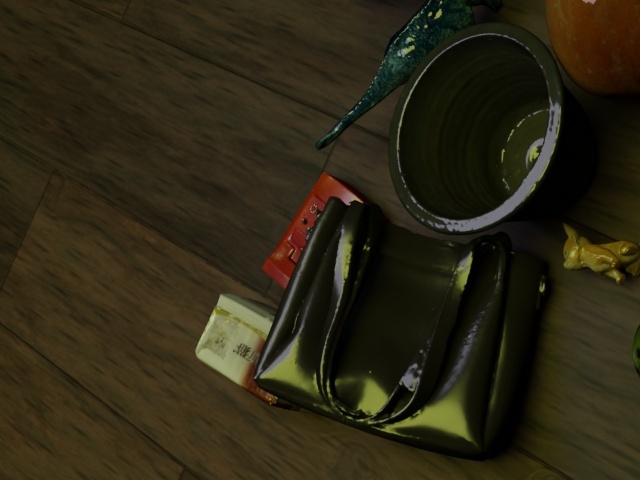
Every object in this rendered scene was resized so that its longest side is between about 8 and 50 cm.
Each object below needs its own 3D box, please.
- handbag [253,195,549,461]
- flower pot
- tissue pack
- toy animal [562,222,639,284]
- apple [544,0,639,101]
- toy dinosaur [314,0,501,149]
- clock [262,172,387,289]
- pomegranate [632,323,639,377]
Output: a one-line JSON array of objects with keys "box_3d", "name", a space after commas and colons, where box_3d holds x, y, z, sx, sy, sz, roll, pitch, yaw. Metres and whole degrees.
[{"box_3d": [0.092, 0.093, 1.494, 0.285, 0.113, 0.257, 16, 78, 15], "name": "handbag"}, {"box_3d": [0.207, -0.105, 1.479, 0.235, 0.148, 0.235, -15, 67, 41], "name": "flower pot"}, {"box_3d": [-0.060, 0.140, 1.650, 0.149, 0.106, 0.099, 26, 94, 41], "name": "tissue pack"}, {"box_3d": [0.300, 0.008, 1.437, 0.081, 0.060, 0.083, -47, 46, -12], "name": "toy animal"}, {"box_3d": [0.351, -0.242, 1.363, 0.254, 0.254, 0.253, -12, 70, 36], "name": "apple"}, {"box_3d": [0.131, -0.239, 1.592, 0.363, 0.147, 0.076, -51, 50, 24], "name": "toy dinosaur"}, {"box_3d": [0.000, 0.000, 1.675, 0.113, 0.061, 0.155, 39, 100, 39], "name": "clock"}, {"box_3d": [0.362, 0.128, 1.322, 0.122, 0.122, 0.161, 26, 117, 40], "name": "pomegranate"}]
